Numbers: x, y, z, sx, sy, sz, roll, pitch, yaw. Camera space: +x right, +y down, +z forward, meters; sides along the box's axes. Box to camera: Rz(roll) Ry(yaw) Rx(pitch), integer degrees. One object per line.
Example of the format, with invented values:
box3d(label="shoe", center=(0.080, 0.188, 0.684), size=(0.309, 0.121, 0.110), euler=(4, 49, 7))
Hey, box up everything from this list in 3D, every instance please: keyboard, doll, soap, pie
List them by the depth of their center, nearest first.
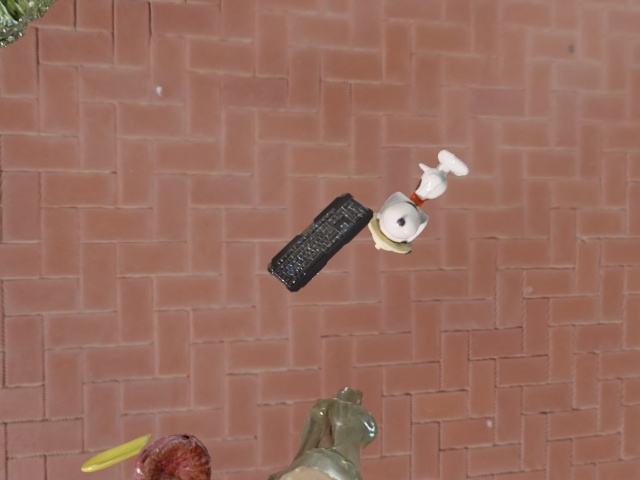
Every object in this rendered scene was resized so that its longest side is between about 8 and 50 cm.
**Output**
box3d(label="pie", center=(-0.289, 0.458, 1.066), size=(0.154, 0.038, 0.153), euler=(7, 68, -17))
box3d(label="keyboard", center=(0.000, 0.000, 1.202), size=(0.262, 0.016, 0.106), euler=(-44, 61, -13))
box3d(label="soap", center=(-0.456, 0.484, 1.226), size=(0.169, 0.089, 0.033), euler=(-14, 84, -37))
box3d(label="doll", center=(0.246, -0.090, 1.351), size=(0.144, 0.208, 0.271), euler=(41, 79, 0))

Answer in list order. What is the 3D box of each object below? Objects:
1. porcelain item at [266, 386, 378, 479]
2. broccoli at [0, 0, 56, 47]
box3d(label="porcelain item", center=(0.013, 0.178, 0.475), size=(0.069, 0.216, 0.081), euler=(44, 105, 4))
box3d(label="broccoli", center=(-0.573, -0.439, 0.873), size=(0.248, 0.288, 0.245), euler=(-28, 130, -27))
